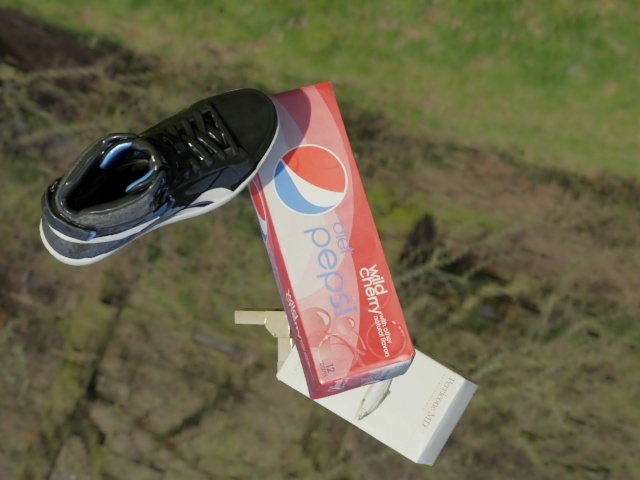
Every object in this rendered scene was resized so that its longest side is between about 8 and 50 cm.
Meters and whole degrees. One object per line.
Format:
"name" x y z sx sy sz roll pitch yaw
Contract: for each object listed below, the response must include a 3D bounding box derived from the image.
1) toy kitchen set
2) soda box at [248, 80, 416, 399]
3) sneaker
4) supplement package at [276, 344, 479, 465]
"toy kitchen set" -0.055 0.124 1.784 0.075 0.083 0.068 0 -177 23
"soda box" 0.000 0.000 1.290 0.092 0.263 0.083 -15 166 -10
"sneaker" -0.110 -0.059 1.107 0.079 0.217 0.121 53 160 5
"supplement package" 0.063 0.150 1.565 0.179 0.105 0.105 29 178 18
